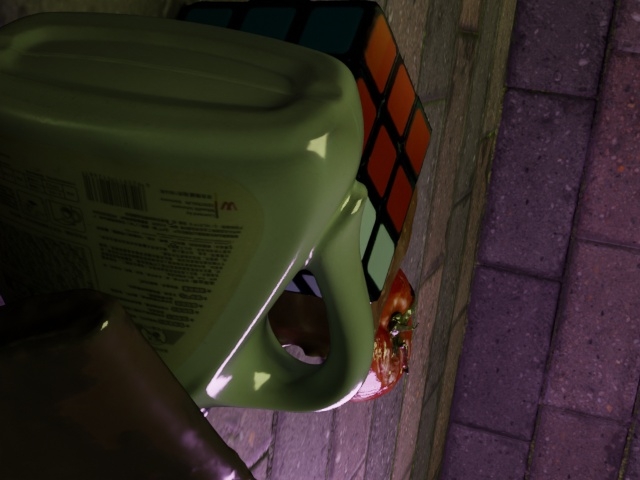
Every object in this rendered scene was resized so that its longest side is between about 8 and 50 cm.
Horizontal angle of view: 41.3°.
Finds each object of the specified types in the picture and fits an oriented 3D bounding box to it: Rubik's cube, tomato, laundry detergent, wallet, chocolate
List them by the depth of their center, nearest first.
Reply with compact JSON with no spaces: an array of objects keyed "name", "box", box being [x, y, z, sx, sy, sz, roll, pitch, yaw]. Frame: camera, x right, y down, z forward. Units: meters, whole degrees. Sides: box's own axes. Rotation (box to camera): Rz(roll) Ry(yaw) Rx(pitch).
[{"name":"wallet","box":[-0.132,0.121,0.460,0.309,0.165,0.042,70,8,-58]},{"name":"laundry detergent","box":[-0.075,0.025,0.471,0.105,0.214,0.281,-67,162,-47]},{"name":"Rubik's cube","box":[-0.027,-0.063,0.621,0.163,0.162,0.161,56,48,-56]},{"name":"chocolate","box":[0.000,0.000,0.803,0.093,0.148,0.214,75,29,-43]},{"name":"tomato","box":[0.081,0.132,1.208,0.228,0.101,0.228,10,90,-69]}]
